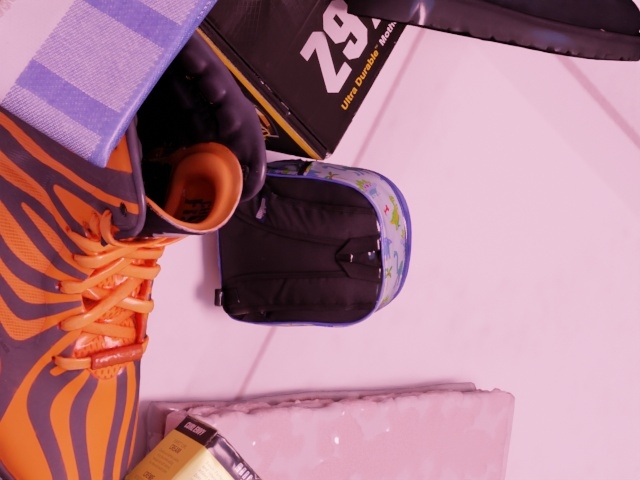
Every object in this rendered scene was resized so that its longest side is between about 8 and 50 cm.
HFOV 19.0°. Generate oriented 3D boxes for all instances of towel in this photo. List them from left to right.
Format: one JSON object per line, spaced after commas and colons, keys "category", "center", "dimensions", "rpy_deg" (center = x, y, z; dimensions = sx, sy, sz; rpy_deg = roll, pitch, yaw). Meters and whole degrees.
{"category": "towel", "center": [-0.170, -0.194, 0.940], "dimensions": [0.285, 0.034, 0.209], "rpy_deg": [35, 71, -6]}
{"category": "towel", "center": [-0.004, 0.256, 1.294], "dimensions": [0.332, 0.053, 0.317], "rpy_deg": [2, 96, -45]}

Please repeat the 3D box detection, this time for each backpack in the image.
{"category": "backpack", "center": [0.000, 0.000, 1.199], "dimensions": [0.084, 0.114, 0.105], "rpy_deg": [-22, 113, -62]}

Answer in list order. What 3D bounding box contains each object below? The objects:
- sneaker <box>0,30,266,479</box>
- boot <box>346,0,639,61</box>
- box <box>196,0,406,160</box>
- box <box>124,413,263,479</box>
{"category": "sneaker", "center": [-0.120, 0.013, 1.035], "dimensions": [0.124, 0.180, 0.321], "rpy_deg": [-20, 112, -41]}
{"category": "boot", "center": [0.129, -0.223, 1.186], "dimensions": [0.246, 0.094, 0.207], "rpy_deg": [6, 98, -40]}
{"category": "box", "center": [-0.013, -0.250, 1.161], "dimensions": [0.257, 0.079, 0.322], "rpy_deg": [47, 66, -42]}
{"category": "box", "center": [-0.123, 0.214, 1.115], "dimensions": [0.232, 0.058, 0.087], "rpy_deg": [-46, 111, -13]}
